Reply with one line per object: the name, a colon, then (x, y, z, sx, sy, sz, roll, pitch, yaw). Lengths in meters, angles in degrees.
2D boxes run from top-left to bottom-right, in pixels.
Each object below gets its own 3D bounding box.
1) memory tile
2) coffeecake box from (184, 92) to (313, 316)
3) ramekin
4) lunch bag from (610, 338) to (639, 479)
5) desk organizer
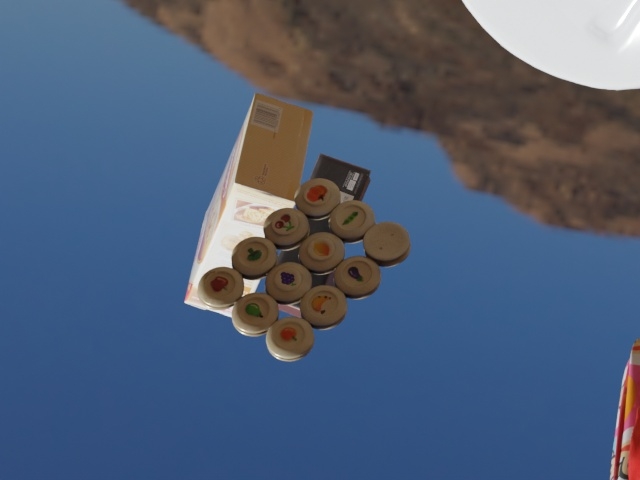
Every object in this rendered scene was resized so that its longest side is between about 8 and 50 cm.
memory tile: (-0.012, 0.020, 1.497, 0.113, 0.148, 0.012, 36, 157, 27)
coffeecake box: (-0.074, -0.034, 1.993, 0.068, 0.185, 0.142, 18, -136, -8)
ramekin: (0.221, -0.247, 1.449, 0.277, 0.277, 0.135, 16, -138, 23)
lunch bag: (0.307, 0.230, 1.653, 0.120, 0.293, 0.258, -2, 145, 21)
desk organizer: (0.000, 0.000, 1.611, 0.047, 0.130, 0.050, 19, 169, 12)
